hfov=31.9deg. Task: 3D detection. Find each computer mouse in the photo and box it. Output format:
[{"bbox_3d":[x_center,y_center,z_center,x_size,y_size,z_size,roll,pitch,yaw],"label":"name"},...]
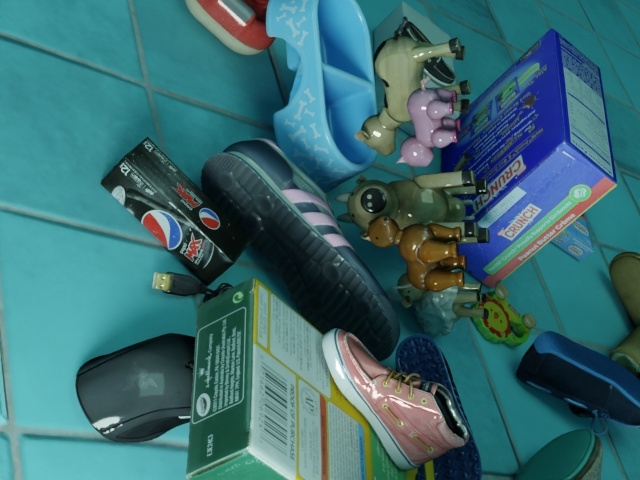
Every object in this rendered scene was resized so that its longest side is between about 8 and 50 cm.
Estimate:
[{"bbox_3d":[-0.143,0.104,1.143,0.262,0.060,0.184,2,57,-49],"label":"computer mouse"}]

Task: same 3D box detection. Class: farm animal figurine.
[{"bbox_3d":[0.114,-0.071,1.452,0.327,0.172,0.330,51,40,-62],"label":"farm animal figurine"}]

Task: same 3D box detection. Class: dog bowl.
[{"bbox_3d":[0.010,-0.217,1.533,0.166,0.074,0.297,11,71,-54],"label":"dog bowl"}]

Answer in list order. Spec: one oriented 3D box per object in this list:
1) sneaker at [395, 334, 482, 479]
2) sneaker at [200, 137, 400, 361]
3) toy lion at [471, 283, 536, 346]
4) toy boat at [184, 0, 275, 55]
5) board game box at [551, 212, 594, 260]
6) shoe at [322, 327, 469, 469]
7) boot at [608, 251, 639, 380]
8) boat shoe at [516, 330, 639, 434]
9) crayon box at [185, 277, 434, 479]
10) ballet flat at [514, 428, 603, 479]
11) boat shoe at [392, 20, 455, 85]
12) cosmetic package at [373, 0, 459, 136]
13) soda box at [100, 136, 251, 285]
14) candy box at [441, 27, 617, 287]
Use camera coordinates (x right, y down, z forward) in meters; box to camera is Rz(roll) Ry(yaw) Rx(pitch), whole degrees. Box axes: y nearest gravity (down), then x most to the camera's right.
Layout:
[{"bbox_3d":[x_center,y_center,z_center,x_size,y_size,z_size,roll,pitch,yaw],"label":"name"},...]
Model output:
[{"bbox_3d":[0.143,0.227,1.345,0.090,0.081,0.232,54,25,-75],"label":"sneaker"},{"bbox_3d":[0.000,0.000,1.368,0.319,0.112,0.131,51,35,-1],"label":"sneaker"},{"bbox_3d":[0.264,0.118,1.643,0.100,0.034,0.096,45,40,-9],"label":"toy lion"},{"bbox_3d":[-0.087,-0.380,1.602,0.151,0.151,0.231,41,34,-15],"label":"toy boat"},{"bbox_3d":[0.407,-0.083,1.998,0.160,0.039,0.211,31,37,-27],"label":"board game box"},{"bbox_3d":[0.079,0.153,1.157,0.178,0.081,0.063,56,25,-13],"label":"shoe"},{"bbox_3d":[0.537,0.151,1.879,0.236,0.089,0.269,54,34,6],"label":"boot"},{"bbox_3d":[0.394,0.215,1.653,0.258,0.089,0.109,32,24,-18],"label":"boat shoe"},{"bbox_3d":[0.001,0.210,1.146,0.323,0.083,0.203,42,32,-36],"label":"crayon box"},{"bbox_3d":[0.282,0.346,1.394,0.316,0.108,0.106,-30,102,-52],"label":"ballet flat"},{"bbox_3d":[0.171,-0.297,1.779,0.125,0.038,0.046,43,34,-7],"label":"boat shoe"},{"bbox_3d":[0.156,-0.280,1.856,0.117,0.085,0.231,32,35,-25],"label":"cosmetic package"},{"bbox_3d":[-0.161,-0.032,1.260,0.169,0.053,0.060,45,34,-8],"label":"soda box"},{"bbox_3d":[0.309,-0.129,1.719,0.122,0.268,0.317,33,37,-18],"label":"candy box"}]
